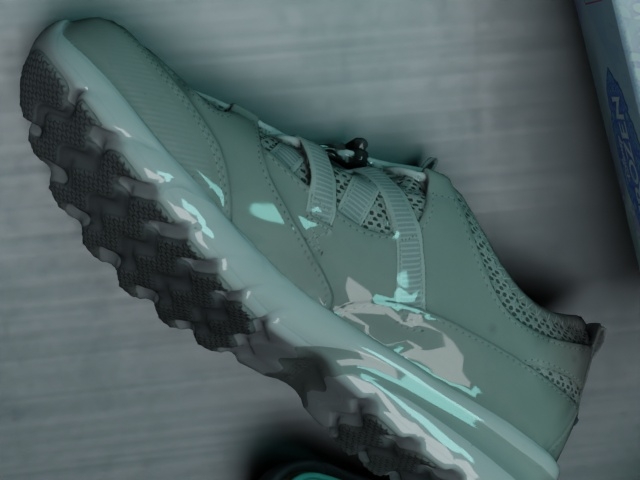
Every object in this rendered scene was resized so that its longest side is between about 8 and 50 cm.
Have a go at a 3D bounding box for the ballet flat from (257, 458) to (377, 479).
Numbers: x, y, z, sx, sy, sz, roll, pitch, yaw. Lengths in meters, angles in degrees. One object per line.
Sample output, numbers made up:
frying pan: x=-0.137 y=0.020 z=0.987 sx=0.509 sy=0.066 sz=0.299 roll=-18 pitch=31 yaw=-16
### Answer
ballet flat: x=0.051 y=0.156 z=0.679 sx=0.203 sy=0.074 sz=0.074 roll=26 pitch=107 yaw=-17

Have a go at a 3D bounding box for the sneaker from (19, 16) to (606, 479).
sneaker: x=0.000 y=0.000 z=0.604 sx=0.281 sy=0.105 sz=0.115 roll=42 pitch=68 yaw=-18

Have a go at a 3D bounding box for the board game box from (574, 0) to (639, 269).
board game box: x=0.257 y=-0.105 z=0.548 sx=0.318 sy=0.066 sz=0.318 roll=-16 pitch=96 yaw=-2
